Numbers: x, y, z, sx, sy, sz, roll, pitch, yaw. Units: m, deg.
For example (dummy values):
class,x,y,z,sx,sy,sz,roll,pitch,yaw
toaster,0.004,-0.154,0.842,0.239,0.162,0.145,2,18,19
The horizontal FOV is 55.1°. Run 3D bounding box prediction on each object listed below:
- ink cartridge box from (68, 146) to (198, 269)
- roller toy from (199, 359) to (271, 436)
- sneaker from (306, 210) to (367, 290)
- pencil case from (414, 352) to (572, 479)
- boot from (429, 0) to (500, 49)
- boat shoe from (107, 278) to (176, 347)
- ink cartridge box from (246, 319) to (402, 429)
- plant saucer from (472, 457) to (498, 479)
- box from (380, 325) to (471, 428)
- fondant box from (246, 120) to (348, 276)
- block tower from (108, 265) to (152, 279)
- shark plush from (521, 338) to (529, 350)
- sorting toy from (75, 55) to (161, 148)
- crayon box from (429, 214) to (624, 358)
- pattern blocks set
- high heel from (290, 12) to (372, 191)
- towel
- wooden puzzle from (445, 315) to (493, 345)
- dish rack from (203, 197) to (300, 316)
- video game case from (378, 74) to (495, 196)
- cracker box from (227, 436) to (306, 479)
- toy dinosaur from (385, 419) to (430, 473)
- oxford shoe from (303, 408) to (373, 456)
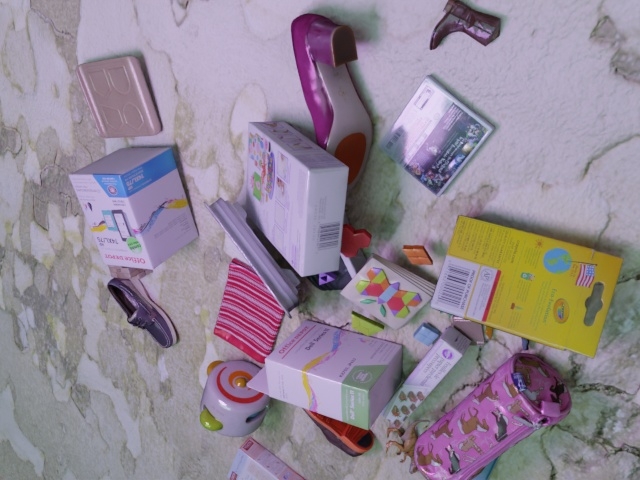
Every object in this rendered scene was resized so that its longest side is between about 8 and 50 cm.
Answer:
class,x,y,z,sx,sy,sz,roll,pitch,yaw
ink cartridge box,-0.494,-0.089,1.651,0.198,0.197,0.270,4,120,31
roller toy,-0.240,0.445,1.759,0.191,0.209,0.146,11,124,-13
sneaker,0.000,0.000,1.457,0.146,0.104,0.296,-17,106,31
pencil case,0.372,0.415,1.373,0.160,0.167,0.386,52,128,21
boot,0.273,-0.387,1.159,0.114,0.037,0.107,31,126,11
boat shoe,-0.563,0.228,1.919,0.102,0.092,0.285,-34,92,38
ink cartridge box,0.004,0.315,1.535,0.353,0.207,0.119,10,118,27
plant saucer,0.394,0.559,1.525,0.067,0.018,0.192,25,123,20
box,0.246,0.334,1.474,0.063,0.067,0.324,37,130,12
fondant box,-0.064,-0.104,1.356,0.330,0.096,0.239,43,135,51
block tower,-0.600,-0.044,1.820,0.097,0.091,0.336,0,112,31
shark plush,0.428,0.158,1.316,0.067,0.073,0.161,7,133,56
sorting toy,-0.532,-0.342,1.679,0.228,0.041,0.308,2,119,31
crayon box,0.400,0.089,1.211,0.318,0.081,0.202,18,87,25
pattern blocks set,0.153,0.117,1.402,0.324,0.026,0.286,20,125,0
high heel,0.015,-0.297,1.342,0.181,0.127,0.378,37,136,49
towel,-0.201,0.205,1.724,0.198,0.031,0.275,29,124,17
wooden puzzle,0.339,0.204,1.400,0.116,0.014,0.079,5,110,30
dish rack,-0.150,0.038,1.503,0.072,0.285,0.333,-38,84,-6
video game case,0.235,-0.213,1.269,0.173,0.022,0.190,42,126,9
cracker box,-0.170,0.750,1.931,0.232,0.067,0.156,33,124,14
toy dinosaur,0.227,0.513,1.592,0.112,0.064,0.212,3,123,12
oxford shoe,0.015,0.495,1.685,0.271,0.097,0.098,42,133,9
